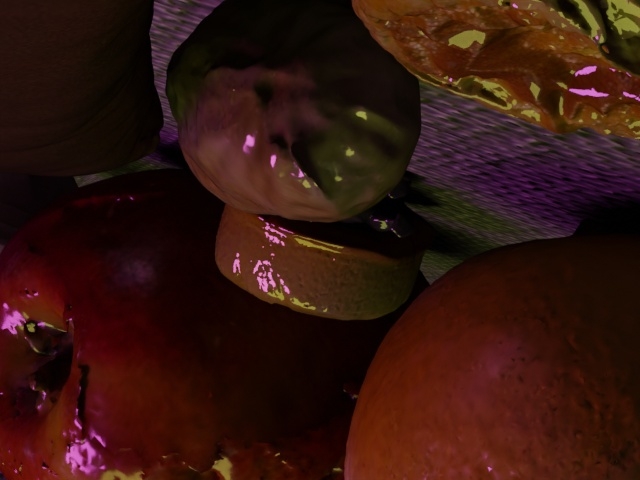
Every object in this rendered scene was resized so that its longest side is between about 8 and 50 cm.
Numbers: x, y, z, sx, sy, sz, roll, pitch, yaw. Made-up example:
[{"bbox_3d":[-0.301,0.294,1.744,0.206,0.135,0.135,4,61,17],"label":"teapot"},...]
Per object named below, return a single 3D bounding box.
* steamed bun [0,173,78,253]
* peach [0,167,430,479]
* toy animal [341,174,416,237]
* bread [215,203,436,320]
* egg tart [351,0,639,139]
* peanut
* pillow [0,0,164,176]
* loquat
[{"bbox_3d":[-0.339,-0.016,1.395,0.310,0.219,0.324,45,-158,18],"label":"steamed bun"},{"bbox_3d":[-0.075,0.119,1.250,0.416,0.339,0.353,11,172,-44],"label":"peach"},{"bbox_3d":[-0.003,-0.037,0.964,0.136,0.047,0.065,13,-176,-11],"label":"toy animal"},{"bbox_3d":[0.003,0.004,1.031,0.156,0.086,0.125,14,-162,-8],"label":"bread"},{"bbox_3d":[0.070,-0.063,0.403,0.130,0.052,0.130,17,173,2],"label":"egg tart"},{"bbox_3d":[-0.014,-0.054,0.605,0.099,0.099,0.214,18,180,-5],"label":"peanut"},{"bbox_3d":[-0.192,-0.108,0.441,0.308,0.108,0.305,16,170,-5],"label":"pillow"},{"bbox_3d":[0.174,0.161,0.840,0.328,0.359,0.328,9,166,2],"label":"loquat"}]
